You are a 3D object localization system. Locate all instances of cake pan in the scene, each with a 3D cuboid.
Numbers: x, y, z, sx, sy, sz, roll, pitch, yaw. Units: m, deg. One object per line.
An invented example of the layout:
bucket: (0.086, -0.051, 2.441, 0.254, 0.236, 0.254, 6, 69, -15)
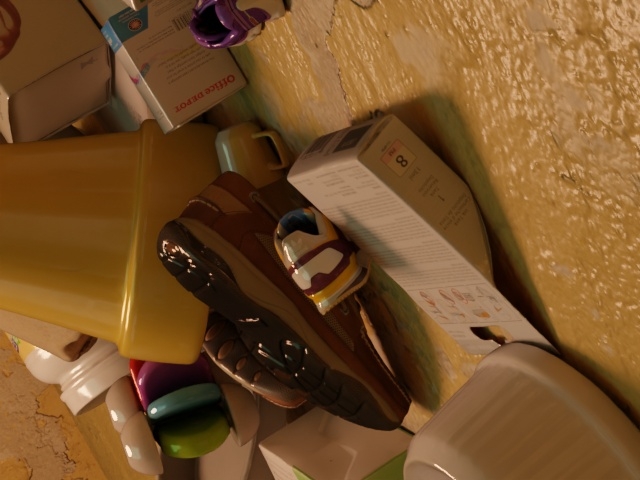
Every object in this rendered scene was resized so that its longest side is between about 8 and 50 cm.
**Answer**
cake pan: (-0.123, 0.247, 2.152, 0.293, 0.054, 0.293, -38, 46, 52)

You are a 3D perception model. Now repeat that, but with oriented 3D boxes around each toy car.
toy car: (-0.165, 0.172, 1.995, 0.182, 0.159, 0.136, -125, 21, -58)

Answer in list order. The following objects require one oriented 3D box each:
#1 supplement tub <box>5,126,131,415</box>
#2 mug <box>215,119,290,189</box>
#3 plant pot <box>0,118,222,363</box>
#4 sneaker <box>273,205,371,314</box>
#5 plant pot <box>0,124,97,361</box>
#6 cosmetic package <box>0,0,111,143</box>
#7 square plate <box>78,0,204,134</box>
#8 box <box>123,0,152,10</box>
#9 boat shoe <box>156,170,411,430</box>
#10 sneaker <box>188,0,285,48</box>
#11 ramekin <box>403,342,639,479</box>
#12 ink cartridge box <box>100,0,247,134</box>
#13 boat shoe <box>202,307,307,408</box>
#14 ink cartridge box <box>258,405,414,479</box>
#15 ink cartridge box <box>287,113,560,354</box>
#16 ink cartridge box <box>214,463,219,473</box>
supplement tub: (-0.331, 0.041, 2.315, 0.331, 0.241, 0.241, 56, 163, 5)
mug: (-0.067, -0.085, 1.705, 0.062, 0.078, 0.064, -49, -60, -74)
plant pot: (-0.234, -0.007, 1.802, 0.254, 0.239, 0.254, -174, 90, -82)
sneaker: (0.000, 0.000, 1.558, 0.084, 0.069, 0.185, 52, -174, -11)
plant pot: (-0.358, -0.027, 2.047, 0.305, 0.334, 0.334, 32, 160, 3)
cosmetic package: (-0.362, -0.262, 1.893, 0.296, 0.129, 0.153, 52, 161, 16)
square plate: (-0.243, -0.215, 1.955, 0.344, 0.049, 0.347, 52, 162, 20)
box: (-0.156, -0.275, 1.520, 0.102, 0.101, 0.087, 40, 155, 41)
boat shoe: (-0.014, 0.060, 1.690, 0.122, 0.120, 0.324, 3, 143, 53)
sneaker: (-0.091, -0.199, 1.526, 0.068, 0.071, 0.170, 59, 163, -5)
ramekin: (0.181, 0.226, 1.408, 0.273, 0.127, 0.273, 48, 161, 23)
ink cartridge box: (-0.141, -0.176, 1.670, 0.122, 0.088, 0.052, 58, 163, -2)
boat shoe: (-0.083, 0.092, 1.956, 0.324, 0.123, 0.116, 47, 172, 48)
ink cartridge box: (0.085, 0.365, 1.936, 0.207, 0.119, 0.353, 22, 141, 62)
ink cartridge box: (0.092, -0.001, 1.438, 0.232, 0.066, 0.189, 39, 166, -13)
ink cartridge box: (-0.128, 0.349, 2.238, 0.063, 0.029, 0.115, -120, 14, -48)
